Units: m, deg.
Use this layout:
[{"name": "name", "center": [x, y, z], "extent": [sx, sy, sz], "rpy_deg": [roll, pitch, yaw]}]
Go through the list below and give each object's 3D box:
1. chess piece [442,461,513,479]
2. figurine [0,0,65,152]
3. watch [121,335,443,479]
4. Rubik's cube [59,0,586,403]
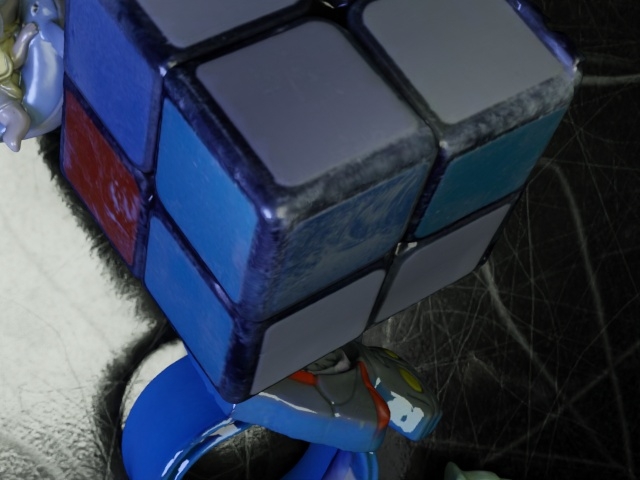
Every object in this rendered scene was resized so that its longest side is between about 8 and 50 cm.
[{"name": "chess piece", "center": [0.252, 0.368, 1.437], "extent": [0.298, 0.176, 0.175], "rpy_deg": [15, 93, -8]}, {"name": "figurine", "center": [-0.297, -0.163, 1.154], "extent": [0.184, 0.128, 0.208], "rpy_deg": [20, 96, -19]}, {"name": "watch", "center": [-0.039, 0.213, 1.274], "extent": [0.305, 0.241, 0.274], "rpy_deg": [16, 109, -27]}, {"name": "Rubik's cube", "center": [-0.018, -0.101, 1.082], "extent": [0.313, 0.318, 0.316], "rpy_deg": [-27, 66, -26]}]
